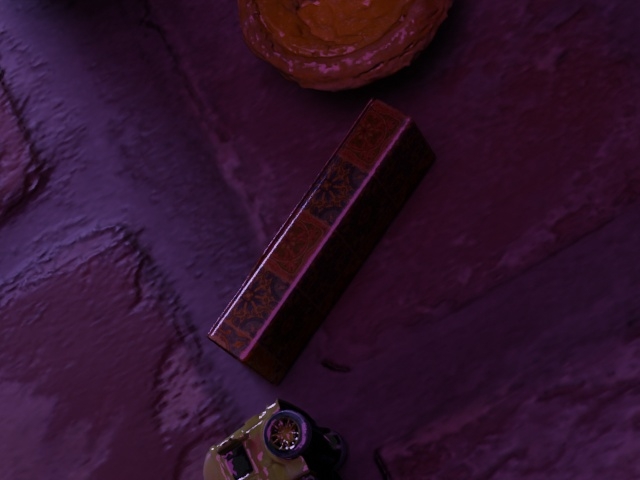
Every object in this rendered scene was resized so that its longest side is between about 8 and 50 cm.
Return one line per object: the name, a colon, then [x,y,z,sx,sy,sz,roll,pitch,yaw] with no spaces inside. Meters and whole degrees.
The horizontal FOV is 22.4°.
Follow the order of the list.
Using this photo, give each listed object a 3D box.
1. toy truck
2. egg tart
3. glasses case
toy truck: [-0.018,0.218,1.139,0.116,0.085,0.191,-31,68,9]
egg tart: [0.024,-0.198,1.277,0.191,0.074,0.191,-6,69,14]
glasses case: [0.000,0.000,1.214,0.049,0.075,0.218,32,83,26]
